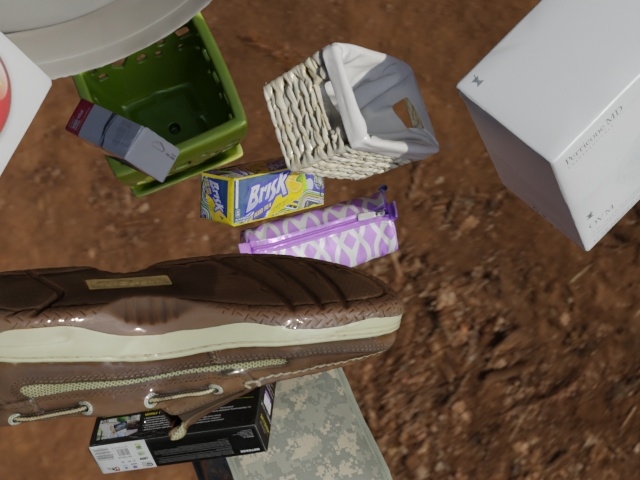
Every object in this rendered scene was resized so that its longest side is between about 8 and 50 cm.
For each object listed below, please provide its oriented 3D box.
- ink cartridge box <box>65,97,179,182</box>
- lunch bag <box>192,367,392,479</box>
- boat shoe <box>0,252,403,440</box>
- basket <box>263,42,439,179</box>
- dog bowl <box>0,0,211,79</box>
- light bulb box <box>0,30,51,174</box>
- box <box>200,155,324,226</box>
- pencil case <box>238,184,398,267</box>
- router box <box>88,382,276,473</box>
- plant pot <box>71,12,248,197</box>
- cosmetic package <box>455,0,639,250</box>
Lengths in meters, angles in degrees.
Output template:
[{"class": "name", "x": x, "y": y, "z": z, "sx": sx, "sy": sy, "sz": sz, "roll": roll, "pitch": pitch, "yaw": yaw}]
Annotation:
[{"class": "ink cartridge box", "x": -0.287, "y": -0.145, "z": 1.900, "sx": 0.135, "sy": 0.099, "sz": 0.056, "roll": 26, "pitch": 85, "yaw": 35}, {"class": "lunch bag", "x": -0.038, "y": 0.343, "z": 1.890, "sx": 0.287, "sy": 0.235, "sz": 0.169, "roll": 65, "pitch": 152, "yaw": 22}, {"class": "boat shoe", "x": -0.081, "y": 0.066, "z": 0.774, "sx": 0.257, "sy": 0.095, "sz": 0.095, "roll": 0, "pitch": 113, "yaw": -12}, {"class": "basket", "x": 0.032, "y": -0.128, "z": 1.373, "sx": 0.103, "sy": 0.167, "sz": 0.113, "roll": -24, "pitch": 77, "yaw": 30}, {"class": "dog bowl", "x": -0.222, "y": -0.246, "z": 0.897, "sx": 0.349, "sy": 0.349, "sz": 0.102, "roll": -27, "pitch": 61, "yaw": 25}, {"class": "light bulb box", "x": -0.426, "y": -0.108, "z": 0.753, "sx": 0.361, "sy": 0.358, "sz": 0.225, "roll": 6, "pitch": 63, "yaw": 38}, {"class": "box", "x": -0.066, "y": -0.061, "z": 1.550, "sx": 0.054, "sy": 0.169, "sz": 0.059, "roll": 13, "pitch": 108, "yaw": 37}, {"class": "pencil case", "x": 0.000, "y": 0.000, "z": 1.636, "sx": 0.206, "sy": 0.088, "sz": 0.086, "roll": -18, "pitch": 83, "yaw": -7}, {"class": "router box", "x": -0.138, "y": 0.167, "z": 1.354, "sx": 0.179, "sy": 0.133, "sz": 0.046, "roll": -9, "pitch": 128, "yaw": 12}, {"class": "plant pot", "x": -0.250, "y": -0.207, "z": 2.103, "sx": 0.227, "sy": 0.207, "sz": 0.228, "roll": -22, "pitch": 75, "yaw": -5}, {"class": "cosmetic package", "x": 0.279, "y": -0.144, "z": 1.300, "sx": 0.224, "sy": 0.224, "sz": 0.138, "roll": -45, "pitch": 59, "yaw": -2}]
